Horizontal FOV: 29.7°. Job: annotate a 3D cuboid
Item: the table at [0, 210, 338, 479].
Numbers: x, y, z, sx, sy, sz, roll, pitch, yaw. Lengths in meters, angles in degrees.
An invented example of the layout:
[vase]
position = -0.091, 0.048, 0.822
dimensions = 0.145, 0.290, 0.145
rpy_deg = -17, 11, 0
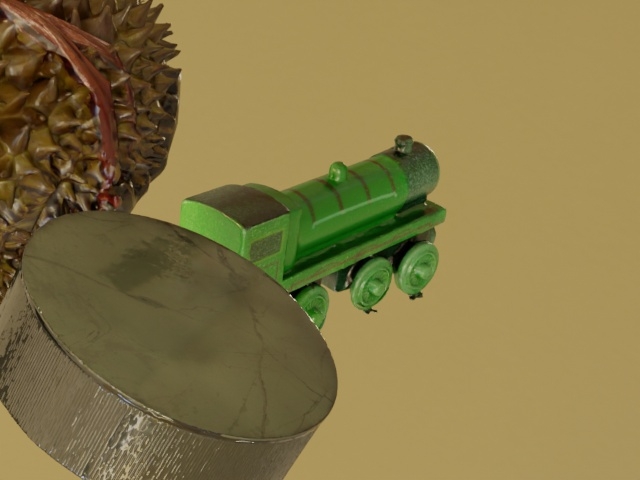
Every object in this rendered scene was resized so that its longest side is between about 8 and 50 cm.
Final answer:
[table]
position = -0.061, 0.045, 0.476
dimensions = 0.043, 0.133, 0.133
rpy_deg = -59, -12, 24

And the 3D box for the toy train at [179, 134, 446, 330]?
[toy train]
position = 0.000, 0.000, 0.829
dimensions = 0.251, 0.085, 0.119
rpy_deg = -24, -49, -46

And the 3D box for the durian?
[durian]
position = -0.288, -0.100, 0.980
dimensions = 0.384, 0.348, 0.347
rpy_deg = -44, -33, -64
